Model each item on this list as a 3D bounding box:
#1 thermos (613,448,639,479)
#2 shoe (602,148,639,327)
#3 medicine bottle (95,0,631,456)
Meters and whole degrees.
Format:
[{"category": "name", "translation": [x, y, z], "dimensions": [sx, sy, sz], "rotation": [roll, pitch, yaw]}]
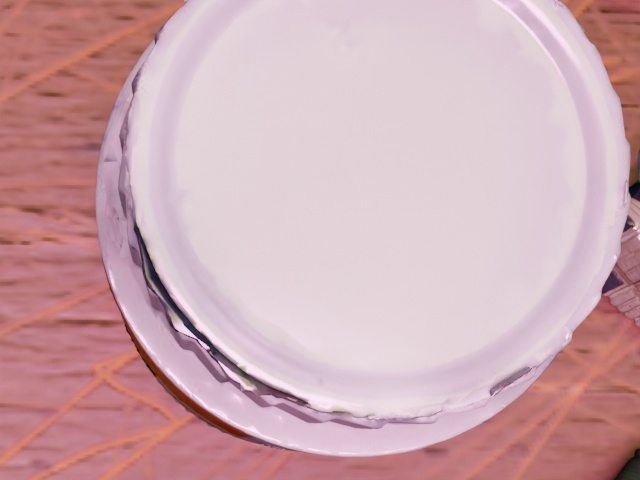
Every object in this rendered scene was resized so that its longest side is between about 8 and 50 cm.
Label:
[{"category": "thermos", "translation": [0.141, 0.163, 0.642], "dimensions": [0.083, 0.073, 0.187], "rotation": [39, 79, 4]}, {"category": "shoe", "translation": [0.188, 0.019, 0.679], "dimensions": [0.143, 0.064, 0.071], "rotation": [40, 61, -4]}, {"category": "medicine bottle", "translation": [0.000, 0.000, 0.527], "dimensions": [0.158, 0.318, 0.158], "rotation": [1, 83, -7]}]
